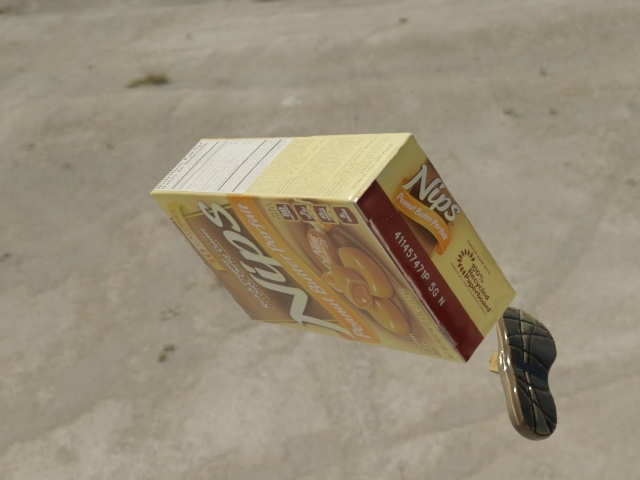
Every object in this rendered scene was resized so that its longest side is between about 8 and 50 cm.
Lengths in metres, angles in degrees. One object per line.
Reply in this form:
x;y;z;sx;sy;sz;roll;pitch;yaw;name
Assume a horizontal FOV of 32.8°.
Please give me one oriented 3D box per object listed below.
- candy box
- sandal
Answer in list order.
0.000;0.000;0.973;0.316;0.183;0.087;4;47;52;candy box
0.241;0.162;1.318;0.090;0.060;0.219;30;36;-19;sandal
